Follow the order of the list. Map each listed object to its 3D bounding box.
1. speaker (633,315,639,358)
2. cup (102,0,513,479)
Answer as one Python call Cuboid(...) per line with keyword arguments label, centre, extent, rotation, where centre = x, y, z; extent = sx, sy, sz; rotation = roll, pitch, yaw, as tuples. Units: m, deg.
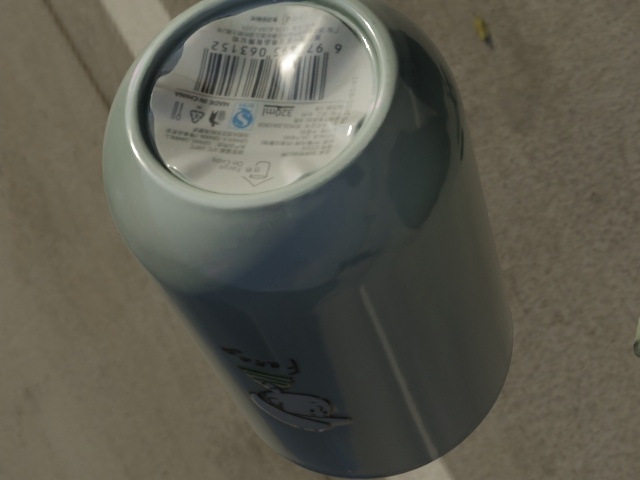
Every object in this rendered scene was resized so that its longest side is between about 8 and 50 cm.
Cuboid(label="speaker", centre=(0.348, -0.016, 0.489), extent=(0.406, 0.183, 0.184), rotation=(-2, 73, 45))
Cuboid(label="cup", centre=(0.000, 0.000, 0.711), extent=(0.205, 0.205, 0.312), rotation=(38, 166, 29))
